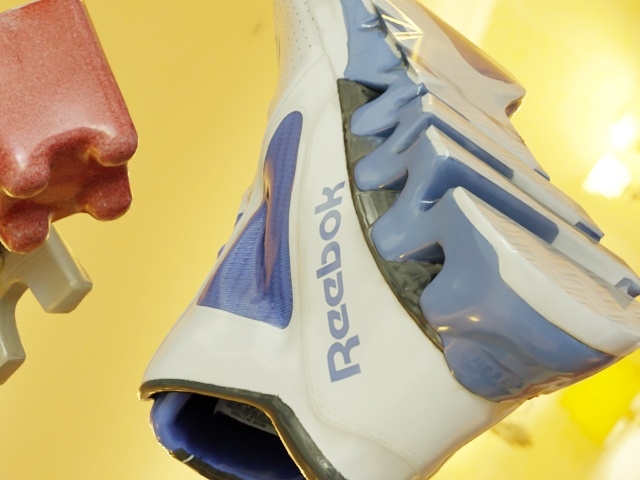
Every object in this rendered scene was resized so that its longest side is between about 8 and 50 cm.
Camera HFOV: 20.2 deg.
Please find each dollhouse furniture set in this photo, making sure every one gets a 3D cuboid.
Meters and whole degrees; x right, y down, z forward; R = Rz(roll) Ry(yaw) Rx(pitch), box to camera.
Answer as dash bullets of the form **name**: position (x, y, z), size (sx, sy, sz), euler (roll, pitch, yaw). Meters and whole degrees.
- **dollhouse furniture set**: position (-0.224, -0.054, 0.600), size (0.374, 0.152, 0.201), euler (-1, -34, -51)

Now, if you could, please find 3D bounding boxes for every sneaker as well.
- **sneaker**: position (0.000, 0.001, 0.729), size (0.182, 0.127, 0.315), euler (-46, 27, 17)
